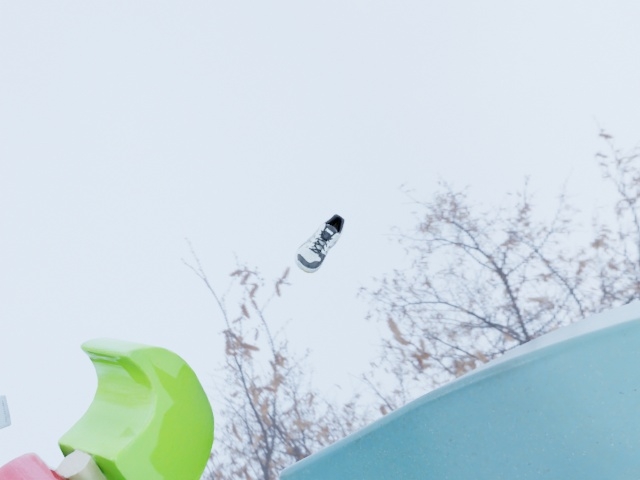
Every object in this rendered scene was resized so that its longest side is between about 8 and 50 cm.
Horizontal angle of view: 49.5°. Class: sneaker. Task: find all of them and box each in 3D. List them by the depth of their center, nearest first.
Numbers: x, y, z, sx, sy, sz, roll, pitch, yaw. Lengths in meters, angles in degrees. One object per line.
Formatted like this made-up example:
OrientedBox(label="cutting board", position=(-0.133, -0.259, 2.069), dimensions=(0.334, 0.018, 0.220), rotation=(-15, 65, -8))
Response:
OrientedBox(label="sneaker", position=(0.000, 0.000, 0.729), dimensions=(0.032, 0.037, 0.083), rotation=(32, -138, 1))

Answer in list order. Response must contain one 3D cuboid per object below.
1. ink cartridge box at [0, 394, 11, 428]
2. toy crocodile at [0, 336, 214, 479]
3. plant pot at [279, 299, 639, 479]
OrientedBox(label="ink cartridge box", position=(-0.670, 0.307, 1.070), dimensions=(0.275, 0.239, 0.060), rotation=(-13, -95, 6))
OrientedBox(label="toy crocodile", position=(-0.173, 0.174, 0.276), dimensions=(0.340, 0.115, 0.105), rotation=(-39, -56, -31))
OrientedBox(label="plant pot", position=(0.135, 0.134, 0.383), dimensions=(0.165, 0.234, 0.165), rotation=(-8, -118, -51))
